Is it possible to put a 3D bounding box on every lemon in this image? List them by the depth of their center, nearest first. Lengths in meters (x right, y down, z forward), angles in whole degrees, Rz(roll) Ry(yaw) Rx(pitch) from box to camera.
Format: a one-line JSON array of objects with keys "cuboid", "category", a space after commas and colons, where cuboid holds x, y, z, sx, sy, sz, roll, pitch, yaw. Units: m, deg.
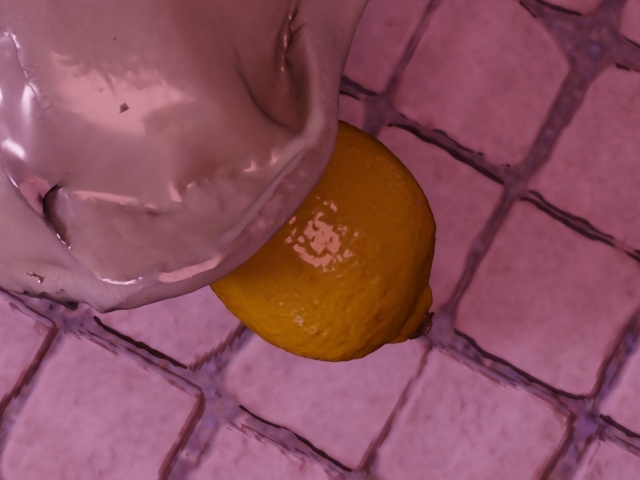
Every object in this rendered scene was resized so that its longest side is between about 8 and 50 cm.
[{"cuboid": [0.000, 0.000, 0.914, 0.133, 0.109, 0.109, 36, 87, -5], "category": "lemon"}]

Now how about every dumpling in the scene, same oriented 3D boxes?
[{"cuboid": [-0.083, -0.094, 0.874, 0.243, 0.187, 0.318, -27, 59, -22], "category": "dumpling"}]
